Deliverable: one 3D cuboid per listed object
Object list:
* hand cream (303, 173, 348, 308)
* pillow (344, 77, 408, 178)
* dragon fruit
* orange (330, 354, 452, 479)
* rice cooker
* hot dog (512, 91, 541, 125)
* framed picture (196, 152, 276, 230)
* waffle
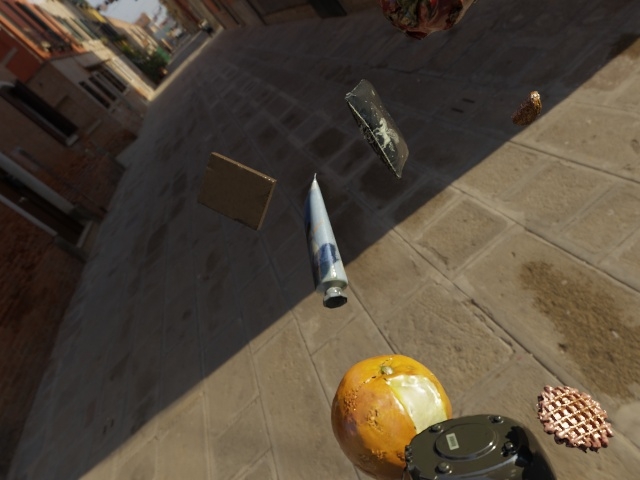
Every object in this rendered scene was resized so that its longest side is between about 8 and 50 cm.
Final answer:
[{"bbox_3d":[0.000,0.000,0.807,0.091,0.058,0.271,110,154,-49],"label":"hand cream"},{"bbox_3d":[0.131,-0.247,0.950,0.055,0.208,0.141,-24,21,33],"label":"pillow"},{"bbox_3d":[0.138,-0.314,0.498,0.246,0.125,0.125,-41,-16,-47],"label":"dragon fruit"},{"bbox_3d":[0.140,0.345,0.856,0.240,0.240,0.240,-31,33,23],"label":"orange"},{"bbox_3d":[0.204,0.314,0.581,0.203,0.118,0.142,-21,14,9],"label":"rice cooker"},{"bbox_3d":[0.469,-0.295,0.976,0.083,0.035,0.058,111,169,-63],"label":"hot dog"},{"bbox_3d":[-0.199,-0.115,1.012,0.128,0.168,0.023,-68,-11,18],"label":"framed picture"},{"bbox_3d":[0.295,0.208,0.508,0.083,0.029,0.075,11,40,10],"label":"waffle"}]
